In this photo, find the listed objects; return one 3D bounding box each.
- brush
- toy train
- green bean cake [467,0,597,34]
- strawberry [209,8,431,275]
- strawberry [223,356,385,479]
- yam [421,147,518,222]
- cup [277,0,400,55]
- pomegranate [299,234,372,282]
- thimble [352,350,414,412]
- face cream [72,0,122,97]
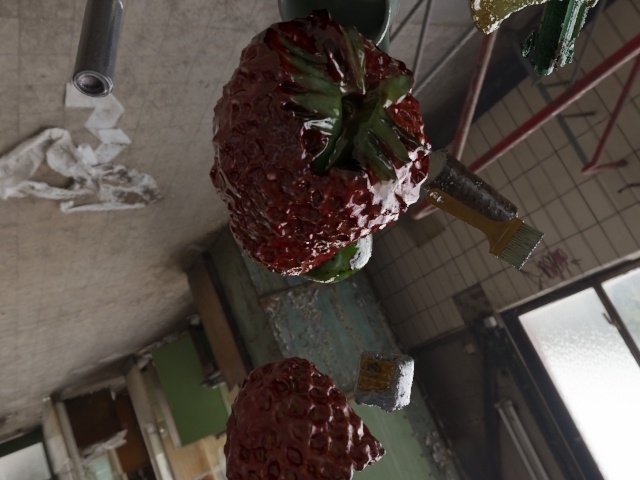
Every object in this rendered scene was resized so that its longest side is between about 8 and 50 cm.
[{"bbox_3d":[0.353,-0.045,1.146,0.103,0.272,0.013,-51,153,-8],"label":"brush"},{"bbox_3d":[0.597,-0.556,1.229,0.189,0.126,0.308,-38,145,-22],"label":"toy train"},{"bbox_3d":[0.379,-0.500,0.911,0.236,0.124,0.233,-7,164,21],"label":"green bean cake"},{"bbox_3d":[-0.010,-0.103,0.603,0.261,0.261,0.257,-14,172,-36],"label":"strawberry"},{"bbox_3d":[-0.039,0.258,0.719,0.233,0.178,0.234,-14,164,-4],"label":"strawberry"},{"bbox_3d":[0.393,-0.123,1.371,0.131,0.279,0.131,-51,-166,19],"label":"yam"},{"bbox_3d":[0.070,-0.408,0.889,0.186,0.258,0.234,-4,-144,30],"label":"cup"},{"bbox_3d":[0.000,0.000,1.087,0.211,0.211,0.263,-32,-177,28],"label":"pomegranate"},{"bbox_3d":[0.145,0.318,1.162,0.127,0.118,0.151,6,175,23],"label":"thimble"},{"bbox_3d":[-0.447,-0.415,1.033,0.073,0.284,0.073,-6,150,-3],"label":"face cream"}]
